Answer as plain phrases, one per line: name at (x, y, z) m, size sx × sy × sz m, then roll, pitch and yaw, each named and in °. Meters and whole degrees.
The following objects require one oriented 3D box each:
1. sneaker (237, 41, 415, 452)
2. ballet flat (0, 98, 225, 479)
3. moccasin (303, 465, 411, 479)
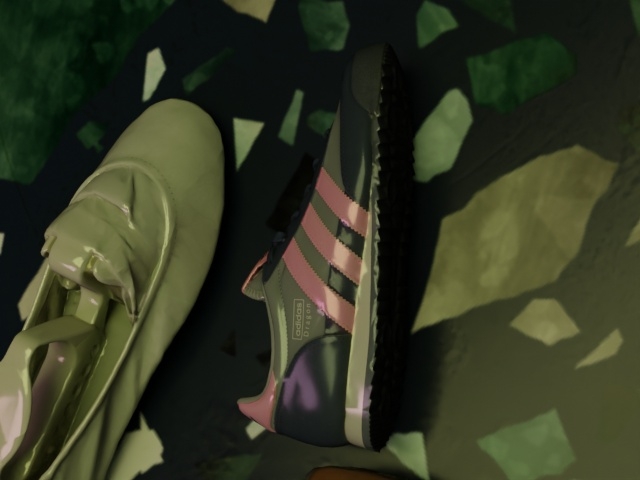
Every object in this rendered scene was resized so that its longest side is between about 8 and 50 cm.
sneaker at (0.000, 0.000, 1.095) m, size 0.131 × 0.112 × 0.319 m, roll 2°, pitch 81°, yaw 20°
ballet flat at (-0.192, 0.064, 1.154) m, size 0.139 × 0.139 × 0.400 m, roll 22°, pitch 89°, yaw 24°
moccasin at (0.017, 0.358, 1.013) m, size 0.147 × 0.139 × 0.380 m, roll 10°, pitch 68°, yaw 19°
